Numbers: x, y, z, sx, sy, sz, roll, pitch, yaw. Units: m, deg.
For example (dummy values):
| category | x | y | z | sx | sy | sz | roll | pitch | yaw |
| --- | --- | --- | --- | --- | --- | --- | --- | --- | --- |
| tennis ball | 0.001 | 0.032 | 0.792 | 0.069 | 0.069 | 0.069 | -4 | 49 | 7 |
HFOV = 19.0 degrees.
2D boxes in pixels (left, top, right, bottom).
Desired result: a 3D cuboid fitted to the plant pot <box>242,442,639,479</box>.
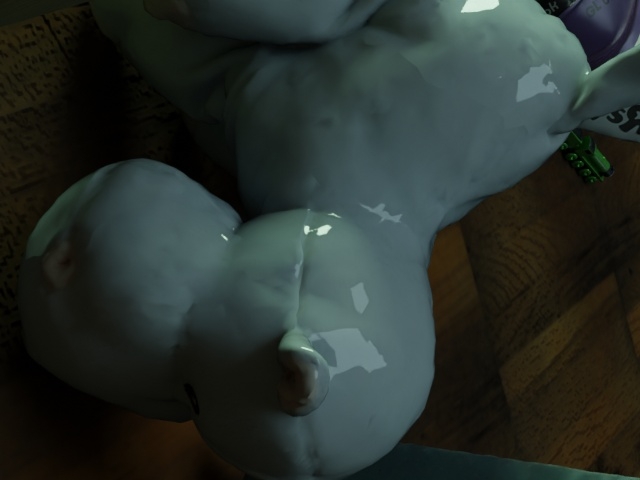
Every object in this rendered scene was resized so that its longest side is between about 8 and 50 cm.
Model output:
| category | x | y | z | sx | sy | sz | roll | pitch | yaw |
| --- | --- | --- | --- | --- | --- | --- | --- | --- | --- |
| plant pot | 0.060 | 0.264 | 0.832 | 0.252 | 0.247 | 0.248 | -57 | 132 | -29 |

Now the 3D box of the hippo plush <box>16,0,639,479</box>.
| category | x | y | z | sx | sy | sz | roll | pitch | yaw |
| --- | --- | --- | --- | --- | --- | --- | --- | --- | --- |
| hippo plush | 0.000 | 0.000 | 0.840 | 0.234 | 0.294 | 0.237 | 89 | 23 | -70 |

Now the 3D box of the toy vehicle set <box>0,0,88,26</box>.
| category | x | y | z | sx | sy | sz | roll | pitch | yaw |
| --- | --- | --- | --- | --- | --- | --- | --- | --- | --- |
| toy vehicle set | -0.089 | -0.228 | 0.799 | 0.035 | 0.166 | 0.267 | 31 | 54 | -54 |

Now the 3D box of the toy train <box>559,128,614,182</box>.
| category | x | y | z | sx | sy | sz | roll | pitch | yaw |
| --- | --- | --- | --- | --- | --- | --- | --- | --- | --- |
| toy train | 0.191 | -0.066 | 1.397 | 0.083 | 0.023 | 0.017 | 39 | 47 | -49 |

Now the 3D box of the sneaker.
| category | x | y | z | sx | sy | sz | roll | pitch | yaw |
| --- | --- | --- | --- | --- | --- | --- | --- | --- | --- |
| sneaker | 0.199 | -0.247 | 1.400 | 0.124 | 0.107 | 0.283 | 45 | 42 | -37 |
